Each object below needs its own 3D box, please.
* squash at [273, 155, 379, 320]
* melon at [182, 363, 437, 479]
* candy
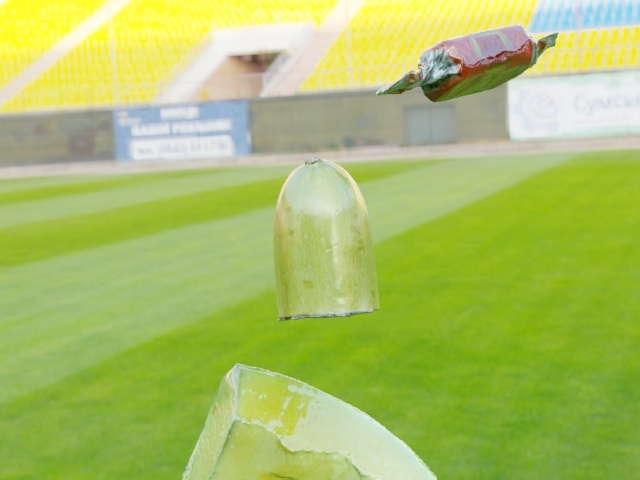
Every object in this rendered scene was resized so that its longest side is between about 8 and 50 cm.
[{"bbox_3d":[0.000,0.000,1.195,0.123,0.186,0.123,-7,2,0],"label":"squash"},{"bbox_3d":[0.011,0.283,1.237,0.324,0.196,0.124,21,19,-4],"label":"melon"},{"bbox_3d":[0.182,-0.210,1.269,0.292,0.059,0.086,-20,-10,-40],"label":"candy"}]
